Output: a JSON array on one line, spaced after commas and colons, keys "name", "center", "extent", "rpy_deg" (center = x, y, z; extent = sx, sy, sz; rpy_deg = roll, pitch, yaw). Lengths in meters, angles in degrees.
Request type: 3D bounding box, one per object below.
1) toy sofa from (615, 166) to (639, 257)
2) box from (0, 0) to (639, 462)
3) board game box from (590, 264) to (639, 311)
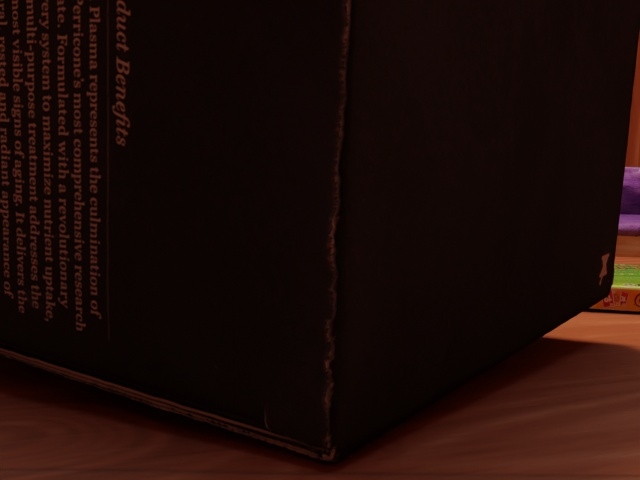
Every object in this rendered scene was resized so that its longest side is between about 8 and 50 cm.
[{"name": "toy sofa", "center": [0.475, -0.038, 1.444], "extent": [0.362, 0.177, 0.150], "rpy_deg": [1, 4, -4]}, {"name": "box", "center": [-0.047, -0.082, 0.761], "extent": [0.471, 0.298, 0.480], "rpy_deg": [11, 14, 32]}, {"name": "board game box", "center": [0.380, 0.055, 1.142], "extent": [0.124, 0.039, 0.259], "rpy_deg": [3, 7, 15]}]
